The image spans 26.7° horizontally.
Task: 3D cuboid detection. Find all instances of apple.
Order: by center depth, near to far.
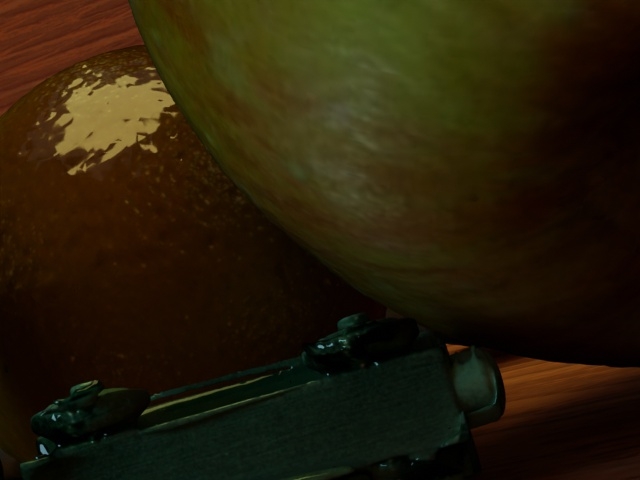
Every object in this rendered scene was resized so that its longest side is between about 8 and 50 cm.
[{"bbox_3d":[0.119,-0.150,0.496,0.401,0.333,0.400,-5,-39,-4],"label":"apple"}]

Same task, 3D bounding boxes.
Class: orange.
[{"bbox_3d":[-0.074,0.014,0.652,0.236,0.236,0.236,-15,-1,0],"label":"orange"}]

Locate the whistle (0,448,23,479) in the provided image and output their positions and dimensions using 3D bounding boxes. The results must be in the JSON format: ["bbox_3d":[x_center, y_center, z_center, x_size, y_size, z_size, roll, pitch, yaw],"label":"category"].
[{"bbox_3d":[-0.258,0.140,0.987,0.274,0.093,0.186,-12,0,37],"label":"whistle"}]

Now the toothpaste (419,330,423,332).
[{"bbox_3d":[0.184,0.049,1.077,0.256,0.037,0.067,-11,-7,-31],"label":"toothpaste"}]

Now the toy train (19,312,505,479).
[{"bbox_3d":[-0.023,0.073,0.457,0.172,0.070,0.099,-15,-12,-1],"label":"toy train"}]

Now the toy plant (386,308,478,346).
[{"bbox_3d":[0.000,0.000,0.888,0.332,0.247,0.247,-20,1,-28],"label":"toy plant"}]

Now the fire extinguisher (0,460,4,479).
[{"bbox_3d":[-0.234,-0.031,0.492,0.200,0.375,0.113,-13,-2,10],"label":"fire extinguisher"}]
